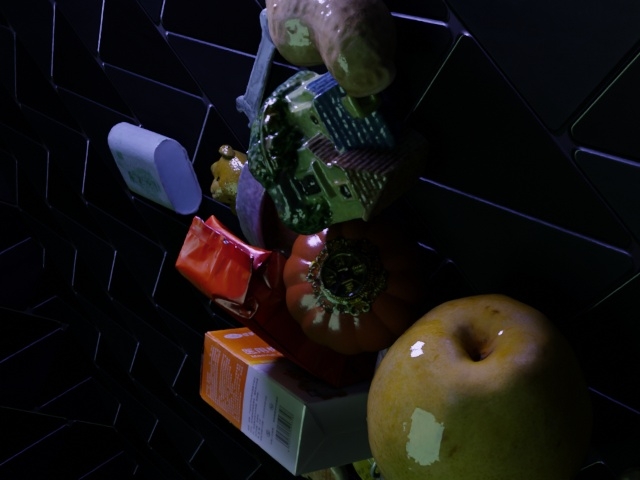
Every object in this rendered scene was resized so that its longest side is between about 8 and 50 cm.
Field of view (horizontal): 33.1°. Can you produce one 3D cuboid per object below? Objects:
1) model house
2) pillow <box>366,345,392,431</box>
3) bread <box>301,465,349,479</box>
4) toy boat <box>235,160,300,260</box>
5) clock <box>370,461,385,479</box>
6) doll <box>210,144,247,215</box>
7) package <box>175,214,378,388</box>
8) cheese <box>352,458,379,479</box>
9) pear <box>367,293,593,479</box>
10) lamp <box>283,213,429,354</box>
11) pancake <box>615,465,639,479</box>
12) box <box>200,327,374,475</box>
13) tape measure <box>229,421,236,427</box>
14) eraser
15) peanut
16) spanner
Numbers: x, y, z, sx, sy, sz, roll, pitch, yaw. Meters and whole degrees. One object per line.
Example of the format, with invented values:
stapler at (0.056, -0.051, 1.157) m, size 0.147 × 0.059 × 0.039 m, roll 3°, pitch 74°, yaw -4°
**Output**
model house at (0.028, -0.135, 1.490) m, size 0.189 × 0.195 × 0.214 m, roll -8°, pitch 112°, yaw 55°
pillow at (0.103, 0.231, 1.786) m, size 0.033 × 0.130 × 0.218 m, roll 11°, pitch 116°, yaw 3°
bread at (-0.042, 0.426, 2.376) m, size 0.316 × 0.054 × 0.316 m, roll 44°, pitch 153°, yaw 30°
toy boat at (-0.025, -0.021, 1.810) m, size 0.293 × 0.111 × 0.276 m, roll 19°, pitch 143°, yaw 42°
clock at (0.219, 0.451, 1.799) m, size 0.326 × 0.184 × 0.342 m, roll 49°, pitch 148°, yaw 31°
doll at (-0.164, -0.090, 1.995) m, size 0.137 × 0.097 × 0.209 m, roll 49°, pitch 159°, yaw 8°
package at (-0.065, 0.115, 1.815) m, size 0.196 × 0.123 × 0.423 m, roll 31°, pitch 171°, yaw 42°
cheese at (0.090, 0.379, 2.064) m, size 0.270 × 0.069 × 0.177 m, roll 61°, pitch 153°, yaw 11°
pear at (0.208, 0.231, 1.421) m, size 0.314 × 0.314 × 0.314 m, roll 43°, pitch 150°, yaw 32°
lamp at (0.053, 0.061, 1.617) m, size 0.223 × 0.223 × 0.196 m, roll 53°, pitch -176°, yaw 13°
pancake at (0.495, 0.421, 1.409) m, size 0.288 × 0.033 × 0.286 m, roll 33°, pitch 143°, yaw 42°
box at (-0.047, 0.277, 1.990) m, size 0.341 × 0.224 × 0.144 m, roll 29°, pitch 116°, yaw 48°
tape measure at (-0.203, 0.381, 2.587) m, size 0.177 × 0.087 × 0.154 m, roll 41°, pitch 149°, yaw 30°
eraser at (-0.352, -0.154, 2.282) m, size 0.227 × 0.081 × 0.174 m, roll 21°, pitch 136°, yaw 52°
peanut at (0.017, -0.278, 1.406) m, size 0.253 × 0.137 × 0.122 m, roll 38°, pitch -170°, yaw 39°
spanner at (-0.098, -0.271, 1.758) m, size 0.071 × 0.017 × 0.302 m, roll 53°, pitch 155°, yaw 12°
